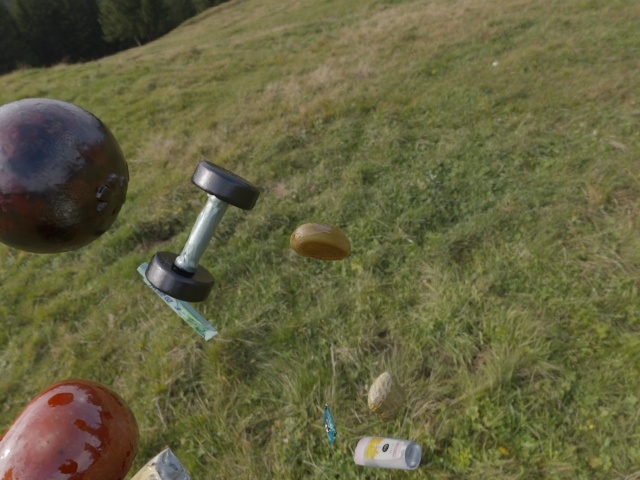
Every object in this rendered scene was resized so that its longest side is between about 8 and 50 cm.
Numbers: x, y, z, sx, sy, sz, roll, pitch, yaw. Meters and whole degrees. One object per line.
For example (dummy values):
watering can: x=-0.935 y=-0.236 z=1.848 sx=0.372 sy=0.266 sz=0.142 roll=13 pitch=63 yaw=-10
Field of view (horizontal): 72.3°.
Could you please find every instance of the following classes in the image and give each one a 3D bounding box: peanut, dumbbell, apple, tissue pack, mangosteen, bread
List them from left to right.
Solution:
mangosteen: x=-0.571 y=-0.132 z=0.875 sx=0.360 sy=0.306 sz=0.306 roll=13 pitch=42 yaw=5
apple: x=-0.465 y=0.391 z=0.798 sx=0.216 sy=0.260 sz=0.260 roll=39 pitch=47 yaw=-7
tissue pack: x=-0.439 y=0.704 z=1.204 sx=0.186 sy=0.222 sz=0.090 roll=48 pitch=24 yaw=9
dumbbell: x=-0.172 y=-0.013 z=0.642 sx=0.100 sy=0.100 sz=0.191 roll=32 pitch=98 yaw=41
bread: x=0.000 y=0.000 z=1.126 sx=0.114 sy=0.189 sz=0.077 roll=-42 pitch=52 yaw=28
tissue pack: x=0.033 y=0.743 z=1.778 sx=0.028 sy=0.085 sz=0.138 roll=3 pitch=34 yaw=-16
peanut: x=0.298 y=0.704 z=1.953 sx=0.110 sy=0.233 sz=0.196 roll=-8 pitch=34 yaw=48

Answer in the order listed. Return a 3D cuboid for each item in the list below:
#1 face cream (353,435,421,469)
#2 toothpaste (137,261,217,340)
face cream: x=0.223 y=0.726 z=1.497 sx=0.269 sy=0.073 sz=0.107 roll=-31 pitch=14 yaw=52
toothpaste: x=-0.421 y=0.181 z=1.292 sx=0.075 sy=0.297 sz=0.048 roll=-34 pitch=13 yaw=38
